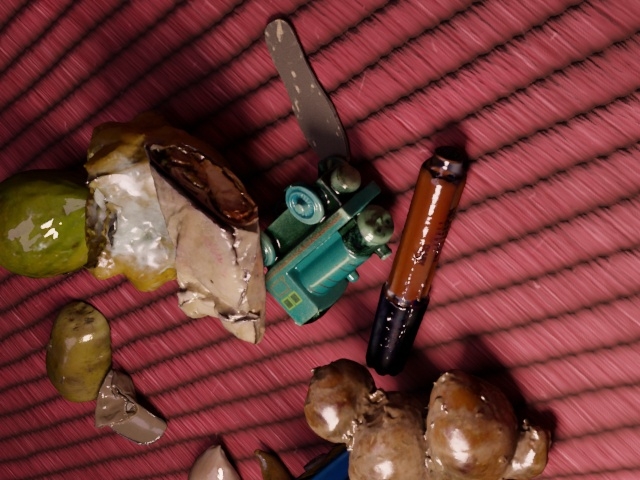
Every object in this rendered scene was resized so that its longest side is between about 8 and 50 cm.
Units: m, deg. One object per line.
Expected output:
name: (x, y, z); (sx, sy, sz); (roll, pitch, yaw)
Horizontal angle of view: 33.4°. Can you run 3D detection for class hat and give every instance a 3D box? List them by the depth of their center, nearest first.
hat: (-0.413, 0.370, 2.351); (0.175, 0.085, 0.147); (32, 124, -4)

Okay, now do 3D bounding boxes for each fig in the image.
fig: (-0.509, -0.023, 2.090); (0.314, 0.233, 0.233); (17, 124, 31)

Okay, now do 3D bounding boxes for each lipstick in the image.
lipstick: (0.141, 0.039, 1.607); (0.077, 0.077, 0.418); (34, 132, 25)

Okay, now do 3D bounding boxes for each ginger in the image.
ginger: (0.165, 0.299, 1.636); (0.375, 0.176, 0.256); (-2, 114, 22)

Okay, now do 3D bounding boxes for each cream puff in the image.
cream puff: (-0.274, -0.086, 1.842); (0.274, 0.270, 0.323); (9, 129, -7)

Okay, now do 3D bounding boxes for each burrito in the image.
burrito: (-0.164, 0.003, 1.677); (0.175, 0.107, 0.348); (6, 124, 23)

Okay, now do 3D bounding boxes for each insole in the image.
insole: (-0.021, -0.226, 1.655); (0.081, 0.011, 0.248); (-16, 102, 46)

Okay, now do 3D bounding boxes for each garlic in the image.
garlic: (-0.213, 0.562, 2.248); (0.143, 0.112, 0.318); (11, 131, 37)

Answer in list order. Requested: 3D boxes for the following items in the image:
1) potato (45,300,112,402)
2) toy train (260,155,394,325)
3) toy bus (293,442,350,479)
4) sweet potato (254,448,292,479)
potato: (-0.557, 0.263, 2.386); (0.160, 0.111, 0.272); (32, 133, 24)
toy train: (0.000, 0.000, 1.690); (0.194, 0.120, 0.298); (49, 140, 1)
toy bus: (0.006, 0.461, 1.826); (0.138, 0.287, 0.175); (57, 140, 1)
sweet potato: (-0.047, 0.506, 2.070); (0.249, 0.069, 0.059); (40, 171, 19)
